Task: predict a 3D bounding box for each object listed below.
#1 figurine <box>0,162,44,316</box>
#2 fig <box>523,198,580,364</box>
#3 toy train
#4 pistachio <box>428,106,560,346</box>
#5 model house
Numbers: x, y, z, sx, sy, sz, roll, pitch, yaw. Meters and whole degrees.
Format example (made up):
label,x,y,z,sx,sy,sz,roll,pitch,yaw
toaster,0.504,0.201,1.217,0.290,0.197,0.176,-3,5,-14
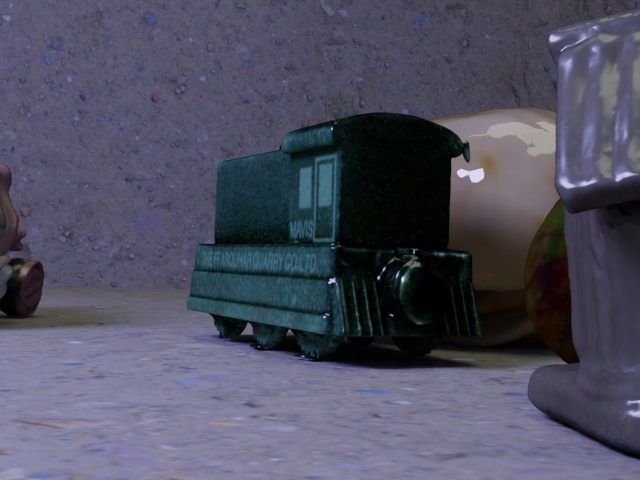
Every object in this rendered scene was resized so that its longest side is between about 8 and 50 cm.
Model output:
label,x,y,z,sx,sy,sz,roll,pitch,yaw
figurine,-0.410,-0.016,0.963,0.211,0.253,0.361,-42,0,-13
fig,0.201,0.045,0.549,0.149,0.149,0.245,1,-24,21
toy train,0.000,0.000,0.767,0.138,0.178,0.330,2,-1,-27
pistachio,0.161,-0.015,0.877,0.321,0.229,0.238,4,37,23
model house,0.171,0.001,0.347,0.229,0.188,0.122,0,13,35
